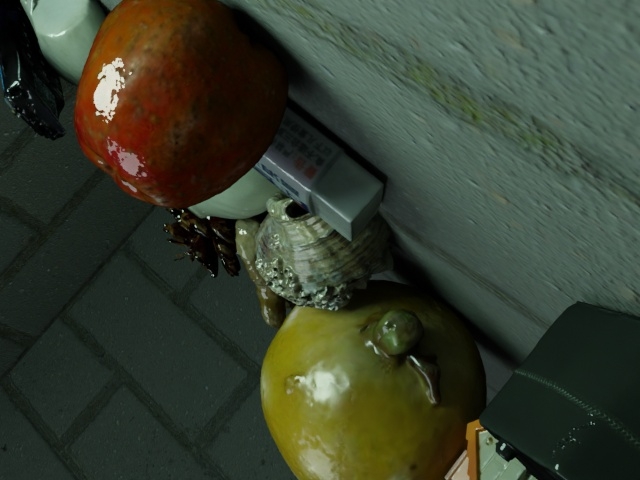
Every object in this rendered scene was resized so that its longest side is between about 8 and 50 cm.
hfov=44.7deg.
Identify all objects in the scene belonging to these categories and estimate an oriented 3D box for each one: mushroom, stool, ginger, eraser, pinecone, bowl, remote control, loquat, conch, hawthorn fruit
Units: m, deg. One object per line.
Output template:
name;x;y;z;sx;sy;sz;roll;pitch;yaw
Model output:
mushroom;-0.327;-0.274;1.192;0.329;0.122;0.159;52;-157;-57
stool;0.244;0.162;0.574;0.232;0.141;0.232;40;174;5
ginger;-0.029;0.049;1.201;0.080;0.166;0.333;4;-177;24
eraser;-0.033;-0.091;0.814;0.210;0.068;0.124;39;173;8
pinecone;-0.148;-0.037;1.255;0.221;0.221;0.221;40;174;5
bowl;-0.162;-0.125;1.027;0.277;0.145;0.277;41;176;3
remote control;-0.451;-0.305;1.172;0.399;0.062;0.145;64;-179;39
loquat;0.077;0.199;1.076;0.328;0.328;0.360;39;150;18
conch;0.000;0.000;0.985;0.245;0.178;0.163;72;-173;-67
hawthorn fruit;-0.124;-0.119;0.673;0.189;0.189;0.189;40;174;5

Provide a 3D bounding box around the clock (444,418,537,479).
clock;0.281;0.292;0.905;0.106;0.220;0.255;43;175;-33
